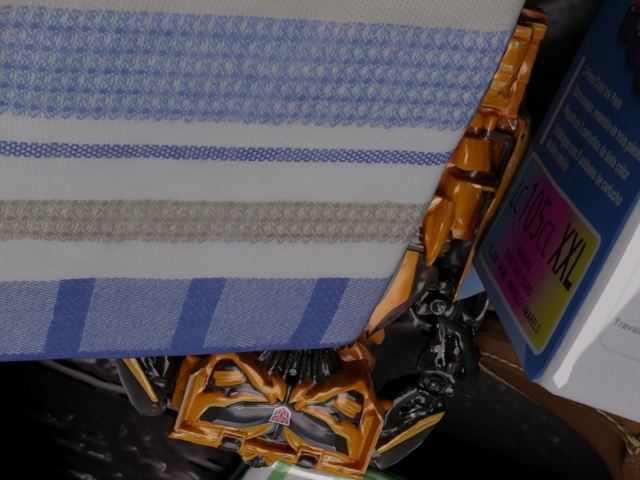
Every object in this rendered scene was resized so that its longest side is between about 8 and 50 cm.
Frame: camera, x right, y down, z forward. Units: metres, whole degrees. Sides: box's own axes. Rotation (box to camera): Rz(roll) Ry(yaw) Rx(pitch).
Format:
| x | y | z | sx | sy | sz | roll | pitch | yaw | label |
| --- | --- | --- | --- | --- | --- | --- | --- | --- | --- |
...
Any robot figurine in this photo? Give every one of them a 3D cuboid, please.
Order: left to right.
| x | y | z | sx | sy | sz | roll | pitch | yaw | label |
| --- | --- | --- | --- | --- | --- | --- | --- | --- | --- |
| 0.000 | 0.000 | 0.740 | 0.211 | 0.085 | 0.291 | 13 | 113 | -6 | robot figurine |

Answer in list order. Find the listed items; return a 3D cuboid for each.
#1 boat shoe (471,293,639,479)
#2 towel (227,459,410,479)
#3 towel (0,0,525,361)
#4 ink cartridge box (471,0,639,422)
| x | y | z | sx | sy | sz | roll | pitch | yaw | label |
| --- | --- | --- | --- | --- | --- | --- | --- | --- | --- |
| 0.201 | 0.126 | 0.773 | 0.307 | 0.104 | 0.111 | 26 | 175 | 21 | boat shoe |
| 0.066 | 0.246 | 0.929 | 0.325 | 0.038 | 0.248 | 27 | 136 | -7 | towel |
| -0.043 | -0.047 | 0.538 | 0.209 | 0.034 | 0.285 | 0 | 141 | -19 | towel |
| 0.276 | -0.091 | 0.621 | 0.270 | 0.151 | 0.395 | 20 | 110 | -16 | ink cartridge box |
